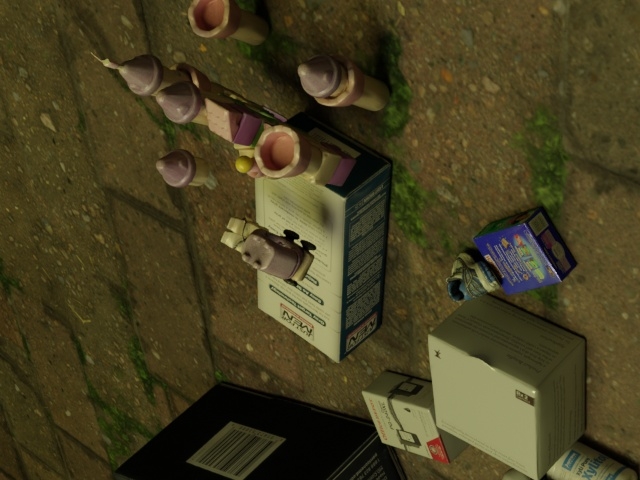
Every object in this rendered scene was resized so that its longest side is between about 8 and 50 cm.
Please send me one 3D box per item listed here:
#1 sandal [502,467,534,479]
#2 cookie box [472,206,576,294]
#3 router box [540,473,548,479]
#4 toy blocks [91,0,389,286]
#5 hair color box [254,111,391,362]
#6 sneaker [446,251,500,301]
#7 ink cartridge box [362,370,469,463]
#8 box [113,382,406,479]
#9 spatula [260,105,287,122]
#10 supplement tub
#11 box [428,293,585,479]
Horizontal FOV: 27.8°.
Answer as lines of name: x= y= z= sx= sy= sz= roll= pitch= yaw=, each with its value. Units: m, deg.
sandal: x=0.401 y=0.437 z=1.719 sx=0.416 sy=0.102 sz=0.169 roll=46 pitch=-178 yaw=31
cookie box: x=0.258 y=0.015 z=1.645 sx=0.092 sy=0.040 sz=0.107 roll=57 pitch=147 yaw=-9
router box: x=0.331 y=0.418 z=1.946 sx=0.133 sy=0.046 sz=0.179 roll=42 pitch=146 yaw=17
toy blocks: x=-0.122 y=-0.141 z=1.652 sx=0.289 sy=0.260 sz=0.309 roll=32 pitch=102 yaw=28
hair color box: x=0.000 y=0.000 z=1.895 sx=0.174 sy=0.105 sz=0.347 roll=33 pitch=143 yaw=27
sneaker: x=0.190 y=0.052 z=1.723 sx=0.052 sy=0.058 sz=0.135 roll=57 pitch=175 yaw=-6
ink cartridge box: x=0.149 y=0.275 z=2.018 sx=0.150 sy=0.063 sz=0.109 roll=8 pitch=128 yaw=47
box: x=-0.055 y=0.561 z=2.349 sx=0.480 sy=0.297 sz=0.471 roll=7 pitch=128 yaw=49
spatula: x=-0.065 y=-0.068 z=1.980 sx=0.084 sy=0.030 sz=0.296 roll=29 pitch=141 yaw=31
supplement tub: x=0.374 y=0.325 z=1.778 sx=0.107 sy=0.071 sz=0.071 roll=25 pitch=139 yaw=34
box: x=0.254 y=0.195 z=1.755 sx=0.181 sy=0.119 sz=0.182 roll=26 pitch=139 yaw=36
